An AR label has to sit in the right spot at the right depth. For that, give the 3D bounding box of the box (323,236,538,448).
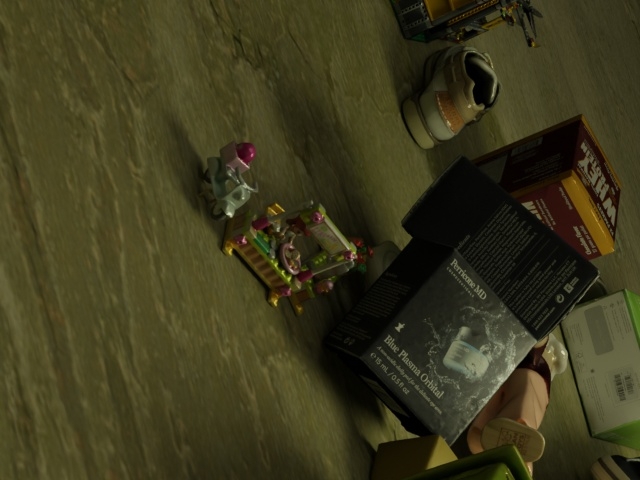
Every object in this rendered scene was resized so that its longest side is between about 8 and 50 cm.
[{"bbox_3d":[0.118,0.108,1.566,0.156,0.158,0.093,47,-13,-23],"label":"box"}]

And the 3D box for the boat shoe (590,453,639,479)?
[{"bbox_3d":[0.460,0.356,1.953,0.500,0.156,0.187,19,52,-76],"label":"boat shoe"}]

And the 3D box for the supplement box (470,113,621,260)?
[{"bbox_3d":[0.305,-0.050,2.060,0.129,0.191,0.194,58,28,-20],"label":"supplement box"}]

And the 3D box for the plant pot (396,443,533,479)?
[{"bbox_3d":[0.121,0.326,1.367,0.228,0.227,0.207,66,19,-2],"label":"plant pot"}]

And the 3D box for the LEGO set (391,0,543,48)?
[{"bbox_3d":[0.220,-0.422,2.194,0.331,0.192,0.255,11,60,-61],"label":"LEGO set"}]

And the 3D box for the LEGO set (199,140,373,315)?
[{"bbox_3d":[0.000,0.000,1.518,0.287,0.107,0.132,32,43,-51],"label":"LEGO set"}]

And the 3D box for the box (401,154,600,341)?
[{"bbox_3d":[0.205,0.013,1.677,0.207,0.108,0.153,42,2,8],"label":"box"}]

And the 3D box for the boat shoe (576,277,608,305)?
[{"bbox_3d":[0.386,0.040,2.287,0.206,0.075,0.065,35,43,-42],"label":"boat shoe"}]

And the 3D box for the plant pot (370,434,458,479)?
[{"bbox_3d":[0.099,0.265,1.537,0.081,0.081,0.083,54,42,-26],"label":"plant pot"}]

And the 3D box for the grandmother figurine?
[{"bbox_3d":[0.254,0.195,1.857,0.342,0.104,0.208,-56,164,-68],"label":"grandmother figurine"}]

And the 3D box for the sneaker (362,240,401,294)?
[{"bbox_3d":[0.141,0.079,1.748,0.292,0.110,0.118,28,37,-54],"label":"sneaker"}]

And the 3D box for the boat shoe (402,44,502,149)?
[{"bbox_3d":[0.209,-0.217,2.109,0.113,0.103,0.302,59,26,-16],"label":"boat shoe"}]

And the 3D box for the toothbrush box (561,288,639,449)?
[{"bbox_3d":[0.504,0.212,2.325,0.283,0.122,0.206,25,48,-57],"label":"toothbrush box"}]
